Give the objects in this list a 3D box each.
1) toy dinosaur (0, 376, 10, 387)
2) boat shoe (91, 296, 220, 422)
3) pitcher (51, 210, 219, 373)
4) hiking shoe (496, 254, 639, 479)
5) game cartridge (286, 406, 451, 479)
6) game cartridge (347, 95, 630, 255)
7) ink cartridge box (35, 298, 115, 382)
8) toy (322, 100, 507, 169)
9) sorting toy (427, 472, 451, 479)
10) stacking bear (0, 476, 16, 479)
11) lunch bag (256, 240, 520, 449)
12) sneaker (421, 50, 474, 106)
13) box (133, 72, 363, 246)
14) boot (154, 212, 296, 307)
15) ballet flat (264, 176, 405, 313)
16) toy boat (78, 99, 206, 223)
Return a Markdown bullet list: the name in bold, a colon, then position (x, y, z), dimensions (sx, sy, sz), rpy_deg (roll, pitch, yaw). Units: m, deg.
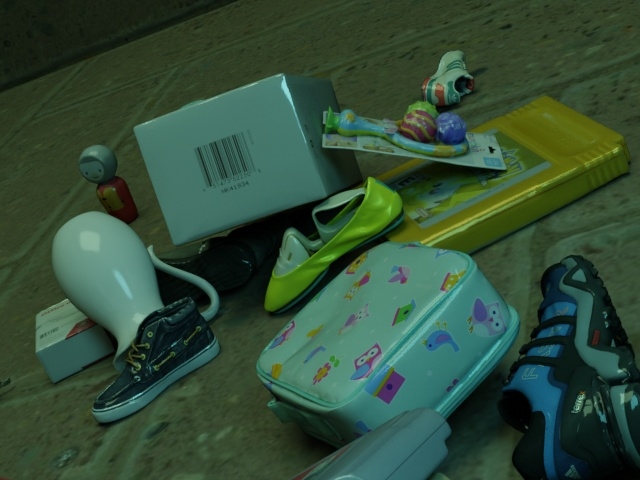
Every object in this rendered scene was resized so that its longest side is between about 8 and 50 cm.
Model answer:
- **toy dinosaur**: position (-0.499, 0.209, 1.742), dimensions (0.183, 0.053, 0.092), rpy_deg (2, 36, 48)
- **boat shoe**: position (-0.219, 0.146, 1.541), dimensions (0.183, 0.083, 0.065), rpy_deg (-34, 23, -19)
- **pitcher**: position (-0.252, 0.054, 1.665), dimensions (0.177, 0.125, 0.207), rpy_deg (-23, 63, -31)
- **hiking shoe**: position (0.215, 0.110, 1.122), dimensions (0.132, 0.113, 0.304), rpy_deg (-23, 20, 12)
- **game cartridge**: position (-0.041, 0.242, 1.007), dimensions (0.294, 0.060, 0.196), rpy_deg (-35, -1, 26)
- **game cartridge**: position (0.215, -0.081, 1.631), dimensions (0.323, 0.053, 0.285), rpy_deg (-28, 22, -3)
- **ink cartridge box**: position (-0.347, 0.132, 1.746), dimensions (0.099, 0.056, 0.135), rpy_deg (-26, 22, -2)
- **toy**: position (0.122, -0.150, 1.616), dimensions (0.237, 0.056, 0.137), rpy_deg (4, 25, -1)
- **sorting toy**: position (0.057, 0.312, 0.869), dimensions (0.257, 0.089, 0.255), rpy_deg (-32, 23, -14)
- **stacking bear**: position (-0.319, 0.363, 1.084), dimensions (0.175, 0.164, 0.289), rpy_deg (-18, 28, 17)
- **lunch bag**: position (0.057, 0.112, 1.239), dimensions (0.224, 0.108, 0.279), rpy_deg (-48, 16, -12)
- **sneaker**: position (0.225, -0.265, 2.042), dimensions (0.075, 0.057, 0.161), rpy_deg (7, 34, 26)
- **box**: position (-0.086, -0.117, 1.715), dimensions (0.215, 0.168, 0.345), rpy_deg (-18, 3, 12)
- **boot**: position (-0.160, 0.032, 1.776), dimensions (0.246, 0.083, 0.161), rpy_deg (-13, 13, 28)
- **ballet flat**: position (0.000, 0.000, 1.566), dimensions (0.231, 0.077, 0.077), rpy_deg (-37, 24, 16)
- **toy boat**: position (-0.262, -0.159, 2.183), dimensions (0.318, 0.148, 0.267), rpy_deg (-30, 23, -11)
